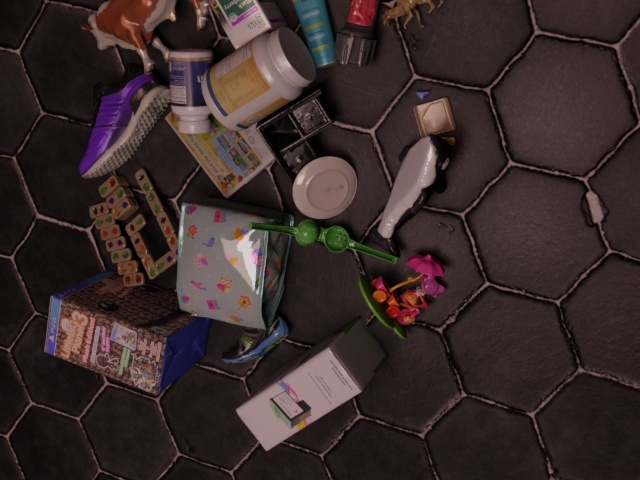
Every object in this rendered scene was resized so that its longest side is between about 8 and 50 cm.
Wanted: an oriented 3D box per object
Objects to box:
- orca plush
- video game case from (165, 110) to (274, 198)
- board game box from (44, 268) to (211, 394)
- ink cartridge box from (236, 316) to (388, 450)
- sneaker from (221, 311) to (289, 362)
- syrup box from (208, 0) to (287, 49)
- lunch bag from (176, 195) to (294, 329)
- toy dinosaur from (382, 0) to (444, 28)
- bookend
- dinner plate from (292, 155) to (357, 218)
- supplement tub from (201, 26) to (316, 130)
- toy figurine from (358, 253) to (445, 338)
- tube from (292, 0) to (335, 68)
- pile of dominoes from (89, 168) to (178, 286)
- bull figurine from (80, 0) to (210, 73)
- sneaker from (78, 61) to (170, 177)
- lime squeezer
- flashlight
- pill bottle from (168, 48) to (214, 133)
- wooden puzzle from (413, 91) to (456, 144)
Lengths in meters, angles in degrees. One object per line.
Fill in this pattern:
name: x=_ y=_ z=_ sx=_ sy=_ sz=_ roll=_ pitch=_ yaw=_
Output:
orca plush: x=0.206 y=-0.087 z=1.809 sx=0.102 sy=0.151 sz=0.287 roll=6 pitch=120 yaw=-20
video game case: x=-0.198 y=-0.239 z=1.958 sx=0.206 sy=0.026 sz=0.227 roll=-37 pitch=91 yaw=25
board game box: x=-0.429 y=0.199 z=2.050 sx=0.291 sy=0.232 sz=0.141 roll=17 pitch=109 yaw=15
ink cartridge box: x=-0.017 y=0.306 z=1.941 sx=0.278 sy=0.201 sz=0.117 roll=-36 pitch=90 yaw=25
sneaker: x=-0.151 y=0.222 z=2.053 sx=0.188 sy=0.067 sz=0.078 roll=-36 pitch=69 yaw=27
syrup box: x=-0.174 y=-0.511 z=1.835 sx=0.093 sy=0.096 sz=0.237 roll=-28 pitch=92 yaw=24
lunch bag: x=-0.191 y=0.054 z=1.963 sx=0.223 sy=0.160 sz=0.262 roll=11 pitch=102 yaw=17
toy dinosaur: x=0.187 y=-0.472 z=1.735 sx=0.092 sy=0.053 sz=0.183 roll=42 pitch=114 yaw=7
bookend: x=-0.026 y=-0.213 z=1.861 sx=0.156 sy=0.072 sz=0.157 roll=-29 pitch=107 yaw=11
dinner plate: x=0.012 y=-0.106 z=1.874 sx=0.141 sy=0.017 sz=0.141 roll=-10 pitch=120 yaw=-17
supplement tub: x=-0.123 y=-0.323 z=1.808 sx=0.199 sy=0.144 sz=0.144 roll=-27 pitch=94 yaw=26
toy figurine: x=0.191 y=0.102 z=1.870 sx=0.159 sy=0.130 sz=0.173 roll=-33 pitch=114 yaw=16
tube: x=-0.013 y=-0.452 z=1.822 sx=0.080 sy=0.052 sz=0.207 roll=-16 pitch=94 yaw=15
pile of dominoes: x=-0.432 y=-0.024 z=2.055 sx=0.196 sy=0.040 sz=0.251 roll=-36 pitch=72 yaw=25
bull figurine: x=-0.363 y=-0.476 z=1.913 sx=0.310 sy=0.101 sz=0.188 roll=-39 pitch=91 yaw=26
sneaker: x=-0.461 y=-0.273 z=2.012 sx=0.146 sy=0.102 sz=0.293 roll=47 pitch=110 yaw=8
lime squeezer: x=0.000 y=0.000 z=1.879 sx=0.310 sy=0.110 sz=0.059 roll=14 pitch=116 yaw=-8
flashlight: x=0.084 y=-0.488 z=1.735 sx=0.103 sy=0.103 sz=0.304 roll=6 pitch=105 yaw=-21
pill bottle: x=-0.267 y=-0.313 z=1.894 sx=0.094 sy=0.094 sz=0.169 roll=5 pitch=107 yaw=19
wooden puzzle: x=0.228 y=-0.244 z=1.804 sx=0.078 sy=0.014 sz=0.116 roll=-7 pitch=102 yaw=17
